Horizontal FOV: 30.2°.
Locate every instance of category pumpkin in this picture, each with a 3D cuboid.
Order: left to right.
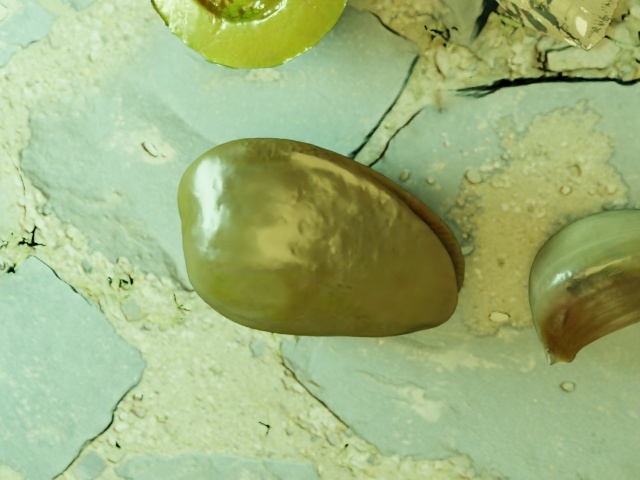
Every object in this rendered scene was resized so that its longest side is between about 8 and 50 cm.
[{"bbox_3d":[-0.056,-0.269,1.055,0.217,0.110,0.217,9,117,19],"label":"pumpkin"}]

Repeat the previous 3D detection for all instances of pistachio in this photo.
[{"bbox_3d":[0.000,0.000,1.074,0.260,0.163,0.213,3,138,11],"label":"pistachio"}]

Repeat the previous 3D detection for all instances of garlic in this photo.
[{"bbox_3d":[0.280,0.033,1.062,0.198,0.090,0.129,-22,113,11],"label":"garlic"}]

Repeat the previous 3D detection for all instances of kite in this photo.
[{"bbox_3d":[0.239,-0.289,1.016,0.141,0.015,0.245,34,110,1],"label":"kite"}]
